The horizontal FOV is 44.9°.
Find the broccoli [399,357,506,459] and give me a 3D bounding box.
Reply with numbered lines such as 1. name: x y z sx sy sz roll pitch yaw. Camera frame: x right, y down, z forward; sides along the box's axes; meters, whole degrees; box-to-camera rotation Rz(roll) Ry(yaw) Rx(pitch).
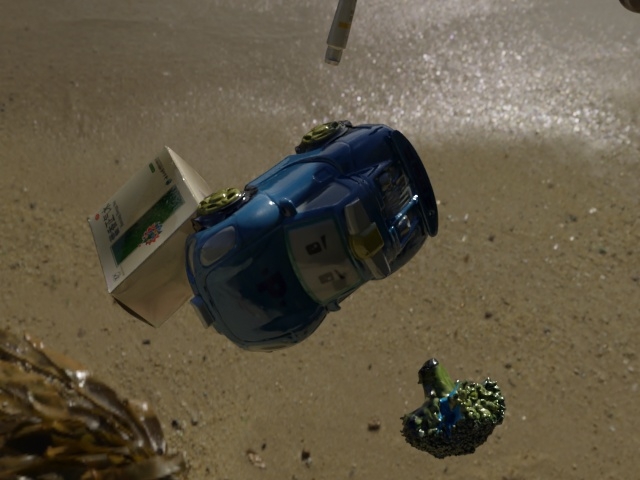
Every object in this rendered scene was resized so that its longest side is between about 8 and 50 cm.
1. broccoli: 0.201 0.260 1.217 0.167 0.154 0.160 -31 71 8

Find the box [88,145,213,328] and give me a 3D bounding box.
1. box: -0.219 -0.010 1.062 0.168 0.095 0.212 -45 36 4

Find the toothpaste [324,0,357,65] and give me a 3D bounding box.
1. toothpaste: 0.041 -0.351 1.134 0.031 0.190 0.048 21 22 11

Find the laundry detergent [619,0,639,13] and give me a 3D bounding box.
1. laundry detergent: 0.442 -0.406 1.013 0.076 0.171 0.237 3 63 -23

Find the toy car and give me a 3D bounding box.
1. toy car: 0.000 0.000 0.868 0.314 0.198 0.166 -36 25 -28
